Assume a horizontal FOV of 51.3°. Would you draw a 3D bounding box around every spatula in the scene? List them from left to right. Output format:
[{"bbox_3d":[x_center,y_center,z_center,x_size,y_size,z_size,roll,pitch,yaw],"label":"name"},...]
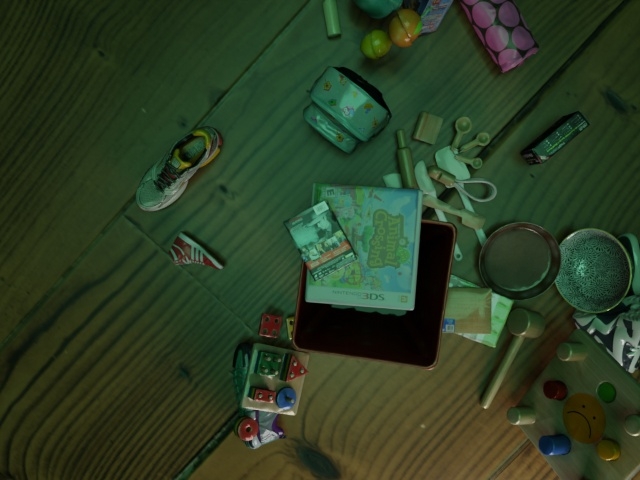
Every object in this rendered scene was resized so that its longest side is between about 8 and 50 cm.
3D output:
[{"bbox_3d":[0.255,-0.059,1.402,0.168,0.019,0.242,-25,93,2],"label":"spatula"}]

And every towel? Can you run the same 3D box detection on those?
[{"bbox_3d":[0.314,0.147,1.401,0.152,0.023,0.113,22,98,10],"label":"towel"}]

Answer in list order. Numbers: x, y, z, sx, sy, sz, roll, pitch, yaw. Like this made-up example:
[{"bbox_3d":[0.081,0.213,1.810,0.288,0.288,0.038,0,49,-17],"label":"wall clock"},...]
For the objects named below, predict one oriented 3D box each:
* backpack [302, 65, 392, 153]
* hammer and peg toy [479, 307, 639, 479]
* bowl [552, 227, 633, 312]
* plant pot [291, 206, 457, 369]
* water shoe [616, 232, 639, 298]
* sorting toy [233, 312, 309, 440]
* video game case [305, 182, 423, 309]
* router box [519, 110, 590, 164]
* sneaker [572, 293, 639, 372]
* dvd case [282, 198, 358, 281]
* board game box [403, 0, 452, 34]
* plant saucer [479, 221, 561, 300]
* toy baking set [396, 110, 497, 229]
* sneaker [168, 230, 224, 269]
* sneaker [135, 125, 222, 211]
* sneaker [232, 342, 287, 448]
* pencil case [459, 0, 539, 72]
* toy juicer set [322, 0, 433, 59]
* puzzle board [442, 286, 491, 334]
[{"bbox_3d":[0.050,-0.258,1.308,0.166,0.188,0.144,41,94,-2],"label":"backpack"},{"bbox_3d":[0.489,0.317,1.324,0.127,0.361,0.266,7,121,-34],"label":"hammer and peg toy"},{"bbox_3d":[0.569,0.059,1.355,0.080,0.170,0.170,-2,95,-37],"label":"bowl"},{"bbox_3d":[0.102,0.075,1.303,0.267,0.236,0.267,8,95,3],"label":"plant pot"},{"bbox_3d":[0.662,0.078,1.385,0.080,0.073,0.203,-15,98,-20],"label":"water shoe"},{"bbox_3d":[-0.084,0.281,1.378,0.132,0.046,0.274,18,80,-30],"label":"sorting toy"},{"bbox_3d":[0.075,0.010,1.170,0.193,0.023,0.212,4,94,4],"label":"video game case"},{"bbox_3d":[0.472,-0.205,1.349,0.122,0.092,0.038,-40,93,4],"label":"router box"},{"bbox_3d":[0.634,0.194,1.324,0.094,0.235,0.153,-44,108,-36],"label":"sneaker"},{"bbox_3d":[0.000,0.000,1.157,0.087,0.013,0.119,-29,93,6],"label":"dvd case"},{"bbox_3d":[0.207,-0.517,1.279,0.060,0.194,0.194,-16,94,-10],"label":"board game box"},{"bbox_3d":[0.414,0.042,1.391,0.168,0.029,0.168,1,102,4],"label":"plant saucer"},{"bbox_3d":[0.259,-0.143,1.370,0.197,0.030,0.256,-6,92,2],"label":"toy baking set"},{"bbox_3d":[-0.266,0.041,1.410,0.118,0.042,0.067,37,90,6],"label":"sneaker"},{"bbox_3d":[-0.302,-0.153,1.372,0.088,0.093,0.225,42,95,-2],"label":"sneaker"},{"bbox_3d":[-0.128,0.324,1.424,0.098,0.083,0.223,-6,92,-26],"label":"sneaker"},{"bbox_3d":[0.359,-0.448,1.339,0.098,0.095,0.209,-30,95,-17],"label":"pencil case"},{"bbox_3d":[0.105,-0.465,1.300,0.089,0.329,0.209,-12,115,-33],"label":"toy juicer set"},{"bbox_3d":[0.290,0.145,1.388,0.128,0.011,0.096,1,95,12],"label":"puzzle board"}]
